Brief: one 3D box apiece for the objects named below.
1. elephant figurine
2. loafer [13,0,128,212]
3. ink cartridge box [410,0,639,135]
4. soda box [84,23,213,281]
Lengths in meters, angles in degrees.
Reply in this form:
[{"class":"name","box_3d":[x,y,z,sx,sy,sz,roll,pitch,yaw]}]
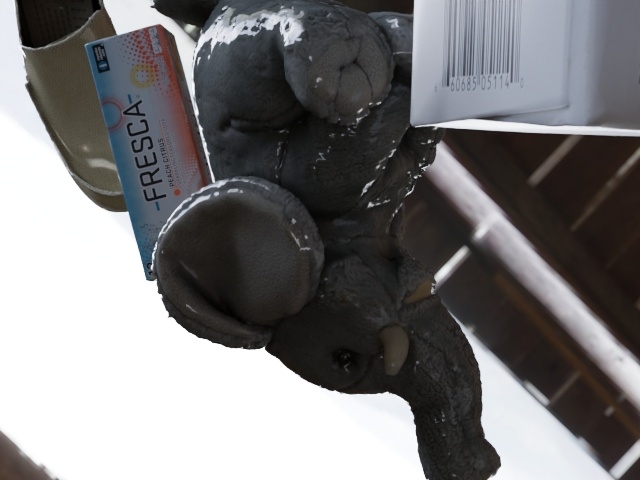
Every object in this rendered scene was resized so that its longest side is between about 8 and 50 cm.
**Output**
[{"class":"elephant figurine","box_3d":[0.000,0.000,0.704,0.169,0.239,0.186,5,-167,-22]},{"class":"loafer","box_3d":[-0.213,-0.151,1.191,0.092,0.102,0.268,31,-144,-85]},{"class":"ink cartridge box","box_3d":[0.199,-0.168,0.472,0.309,0.272,0.130,1,-175,-19]},{"class":"soda box","box_3d":[-0.119,-0.063,1.023,0.058,0.063,0.183,15,-119,-86]}]
